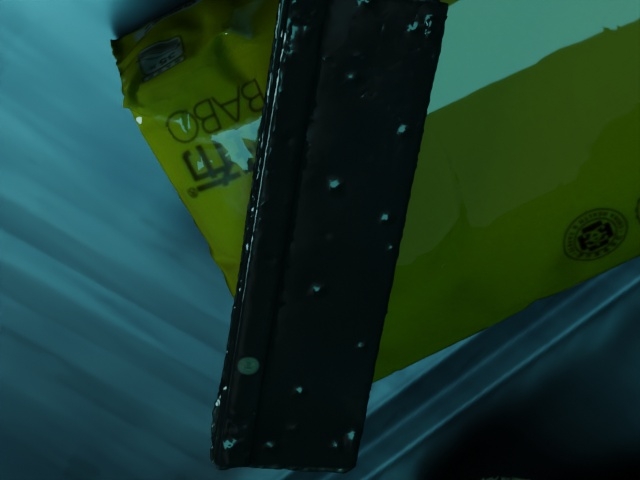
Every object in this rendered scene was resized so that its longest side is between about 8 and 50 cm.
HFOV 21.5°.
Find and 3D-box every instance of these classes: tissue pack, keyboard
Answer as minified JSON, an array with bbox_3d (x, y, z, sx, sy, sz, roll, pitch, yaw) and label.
[{"bbox_3d":[0.061,-0.061,0.796,0.270,0.134,0.192,-26,114,4],"label":"tissue pack"},{"bbox_3d":[0.000,0.000,0.731,0.072,0.023,0.231,3,114,-14],"label":"keyboard"}]

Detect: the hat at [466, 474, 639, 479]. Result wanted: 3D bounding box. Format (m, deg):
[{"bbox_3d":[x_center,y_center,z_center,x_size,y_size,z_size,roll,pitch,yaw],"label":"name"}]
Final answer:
[{"bbox_3d":[0.184,0.194,0.936,0.110,0.252,0.252,-43,121,-35],"label":"hat"}]
